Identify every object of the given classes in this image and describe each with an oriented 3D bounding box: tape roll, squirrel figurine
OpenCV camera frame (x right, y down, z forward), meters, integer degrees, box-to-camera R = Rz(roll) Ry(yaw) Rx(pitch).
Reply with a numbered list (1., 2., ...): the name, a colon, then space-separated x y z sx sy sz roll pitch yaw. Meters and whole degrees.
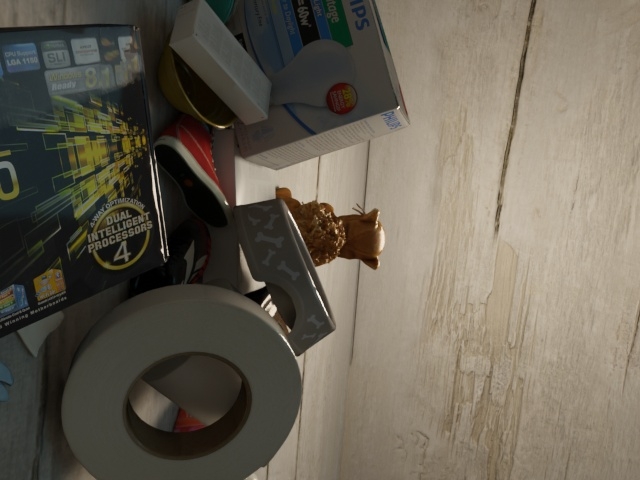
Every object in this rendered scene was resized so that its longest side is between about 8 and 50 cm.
1. tape roll: -0.212 0.221 1.089 0.169 0.246 0.246 47 40 -25
2. tape roll: -0.224 0.264 0.927 0.072 0.391 0.393 -132 -140 -66
3. squirrel figurine: 0.000 0.000 1.640 0.397 0.370 0.281 -27 122 -73

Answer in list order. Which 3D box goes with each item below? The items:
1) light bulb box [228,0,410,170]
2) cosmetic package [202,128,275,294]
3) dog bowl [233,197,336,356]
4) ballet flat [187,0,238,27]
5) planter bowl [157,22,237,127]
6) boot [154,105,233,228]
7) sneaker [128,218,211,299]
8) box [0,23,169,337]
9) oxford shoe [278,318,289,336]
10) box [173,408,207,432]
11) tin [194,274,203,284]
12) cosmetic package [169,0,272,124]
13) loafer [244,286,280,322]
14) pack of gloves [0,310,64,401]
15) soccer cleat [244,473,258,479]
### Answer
1. light bulb box: -0.021 -0.390 1.257 0.225 0.360 0.358 -5 79 -75
2. cosmetic package: -0.195 -0.066 1.352 0.284 0.097 0.378 -12 102 -78
3. dog bowl: -0.069 0.067 1.173 0.349 0.102 0.349 -23 90 -88
4. ballet flat: -0.225 -0.606 1.133 0.124 0.116 0.343 -99 -175 -70
5. planter bowl: -0.253 -0.318 1.076 0.217 0.090 0.217 36 49 -55
6. boot: -0.240 -0.160 1.168 0.244 0.088 0.176 61 31 -35
7. sneaker: -0.297 0.050 1.082 0.135 0.097 0.276 80 23 -51
8. box: -0.360 -0.057 0.589 0.394 0.097 0.319 -28 125 -48
9. oxford shoe: -0.155 0.281 1.777 0.227 0.082 0.096 74 7 -55
10. box: -0.227 0.454 1.391 0.300 0.153 0.142 70 30 -61
11. tin: -0.297 0.094 1.223 0.106 0.040 0.190 12 84 -71
12. cosmetic package: -0.184 -0.334 1.050 0.239 0.060 0.099 43 41 -51
13. loafer: -0.187 0.244 1.384 0.366 0.133 0.130 -47 117 -53
14. pack of gloves: -0.429 0.112 0.718 0.232 0.046 0.195 79 22 -47
15. soccer cleat: -0.245 0.462 1.099 0.116 0.331 0.143 -18 85 -41
